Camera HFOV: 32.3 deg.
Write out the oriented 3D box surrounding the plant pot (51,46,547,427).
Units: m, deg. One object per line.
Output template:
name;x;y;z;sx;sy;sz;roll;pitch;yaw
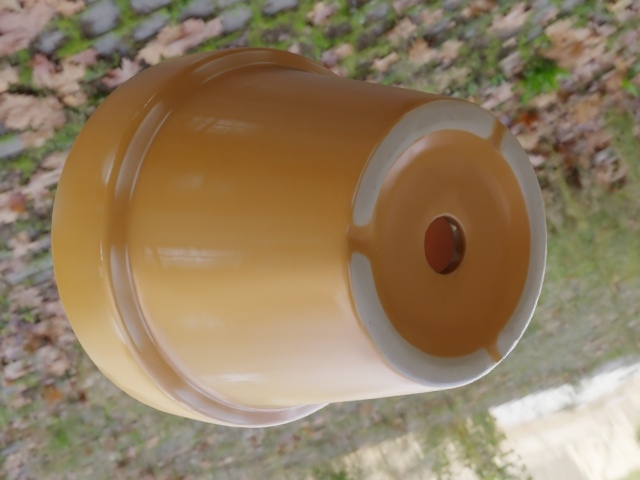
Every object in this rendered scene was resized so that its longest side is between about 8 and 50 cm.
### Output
plant pot;0.000;0.000;0.553;0.205;0.205;0.188;-11;-171;-38
